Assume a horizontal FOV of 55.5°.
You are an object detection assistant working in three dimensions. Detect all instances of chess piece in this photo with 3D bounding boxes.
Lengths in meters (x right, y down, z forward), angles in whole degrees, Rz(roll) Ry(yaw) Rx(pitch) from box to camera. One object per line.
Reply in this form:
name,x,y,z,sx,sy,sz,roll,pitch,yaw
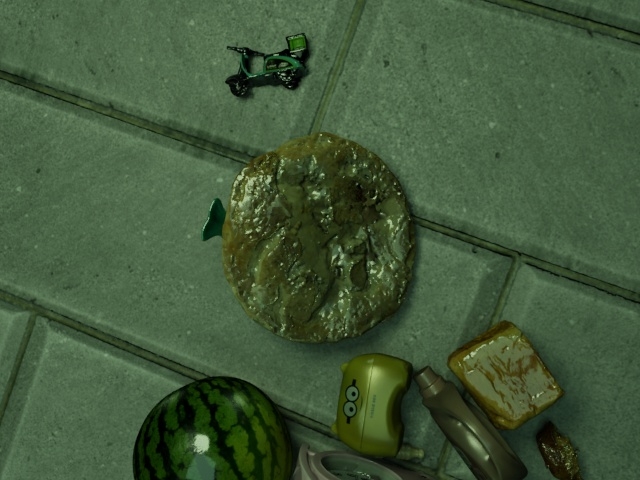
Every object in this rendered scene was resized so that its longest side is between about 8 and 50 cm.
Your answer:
chess piece,0.151,0.400,1.155,0.092,0.035,0.035,5,90,6

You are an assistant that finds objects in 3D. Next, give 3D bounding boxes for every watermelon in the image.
watermelon,-0.188,0.387,1.086,0.285,0.285,0.285,0,90,9

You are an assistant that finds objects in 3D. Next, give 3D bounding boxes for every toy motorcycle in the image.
toy motorcycle,-0.106,-0.341,1.190,0.173,0.058,0.100,-10,81,8

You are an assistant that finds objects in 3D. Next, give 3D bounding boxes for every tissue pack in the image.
tissue pack,0.096,0.296,1.115,0.127,0.123,0.178,8,83,18

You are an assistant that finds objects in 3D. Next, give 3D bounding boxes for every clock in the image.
clock,0.093,0.449,1.026,0.275,0.290,0.080,15,90,-7

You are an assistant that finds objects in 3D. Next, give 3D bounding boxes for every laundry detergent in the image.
laundry detergent,0.259,0.327,1.068,0.076,0.171,0.237,-35,85,-9

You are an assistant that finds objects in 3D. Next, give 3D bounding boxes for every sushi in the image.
sushi,0.434,0.385,1.094,0.060,0.061,0.118,-33,92,34

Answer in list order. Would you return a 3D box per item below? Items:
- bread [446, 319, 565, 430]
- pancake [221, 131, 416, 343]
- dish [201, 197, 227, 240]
bread,0.321,0.236,1.077,0.143,0.149,0.158,-39,78,5
pancake,0.001,0.001,1.101,0.386,0.082,0.387,-2,95,-19
dish,-0.103,-0.004,1.153,0.246,0.078,0.224,20,87,-17
